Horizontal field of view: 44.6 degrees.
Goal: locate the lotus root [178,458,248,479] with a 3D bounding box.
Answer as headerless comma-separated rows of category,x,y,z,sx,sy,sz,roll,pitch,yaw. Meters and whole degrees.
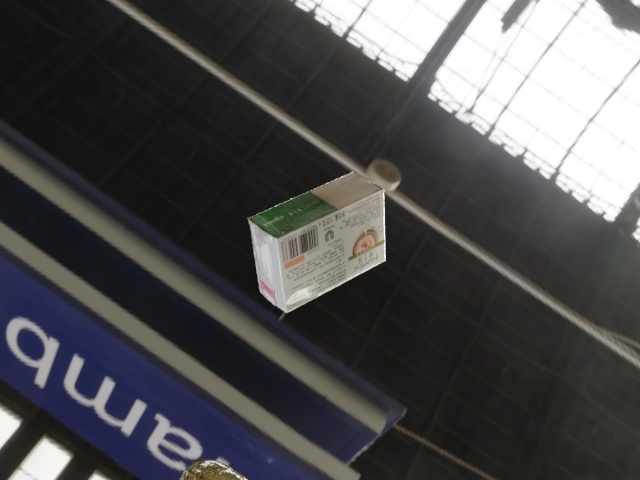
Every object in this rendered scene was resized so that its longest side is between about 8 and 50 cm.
lotus root,-0.074,0.313,0.798,0.097,0.110,0.258,13,-164,-38

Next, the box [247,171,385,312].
box,0.000,0.000,1.157,0.199,0.135,0.081,-24,-142,-26
